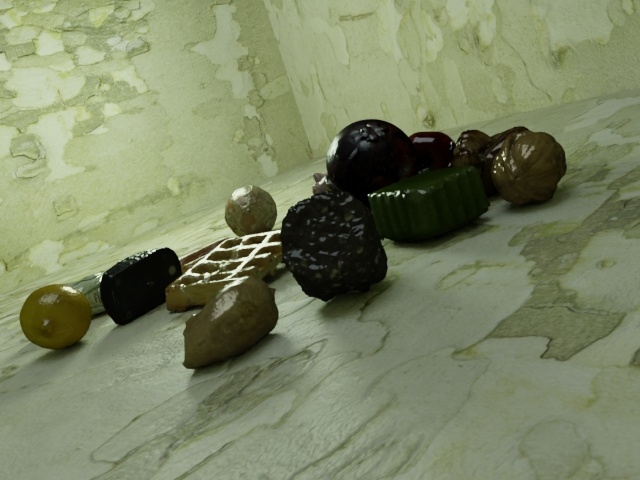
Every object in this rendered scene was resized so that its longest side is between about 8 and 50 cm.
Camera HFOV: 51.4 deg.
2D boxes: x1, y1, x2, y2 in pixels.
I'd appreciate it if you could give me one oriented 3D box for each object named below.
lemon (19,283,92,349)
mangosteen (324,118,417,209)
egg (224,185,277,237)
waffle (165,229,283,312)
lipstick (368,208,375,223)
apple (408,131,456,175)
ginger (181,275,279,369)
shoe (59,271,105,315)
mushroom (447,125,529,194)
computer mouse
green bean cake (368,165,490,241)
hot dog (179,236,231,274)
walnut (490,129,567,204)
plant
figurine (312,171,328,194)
[{"bbox_3d":[-0.728,0.209,1.837,0.186,0.187,0.244,-20,16,-7],"label":"lemon"},{"bbox_3d":[0.157,-0.227,2.085,0.311,0.311,0.311,-17,13,4],"label":"mangosteen"},{"bbox_3d":[-0.262,-0.106,2.495,0.203,0.203,0.245,-18,13,0],"label":"egg"},{"bbox_3d":[-0.248,0.080,1.894,0.304,0.078,0.348,-7,24,34],"label":"waffle"},{"bbox_3d":[0.052,-0.035,2.030,0.418,0.077,0.077,-15,13,5],"label":"lipstick"},{"bbox_3d":[0.372,-0.258,2.227,0.233,0.234,0.234,-17,13,4],"label":"apple"},{"bbox_3d":[-0.183,0.164,1.376,0.267,0.138,0.152,-31,12,-28],"label":"ginger"},{"bbox_3d":[-0.739,0.180,2.092,0.210,0.132,0.342,-11,11,40],"label":"shoe"},{"bbox_3d":[0.496,-0.234,1.982,0.283,0.195,0.263,-7,-3,-32],"label":"mushroom"},{"bbox_3d":[-0.533,0.122,1.961,0.100,0.170,0.269,3,23,36],"label":"computer mouse"},{"bbox_3d":[0.286,-0.096,1.776,0.246,0.156,0.250,-23,13,-26],"label":"green bean cake"},{"bbox_3d":[-0.381,0.066,2.232,0.250,0.076,0.104,-31,37,-33],"label":"hot dog"},{"bbox_3d":[0.549,-0.194,1.755,0.198,0.198,0.245,-9,19,36],"label":"walnut"},{"bbox_3d":[0.037,0.029,1.518,0.215,0.213,0.312,-16,-23,5],"label":"plant"},{"bbox_3d":[0.103,-0.163,2.424,0.287,0.176,0.186,-7,-35,-25],"label":"figurine"}]
